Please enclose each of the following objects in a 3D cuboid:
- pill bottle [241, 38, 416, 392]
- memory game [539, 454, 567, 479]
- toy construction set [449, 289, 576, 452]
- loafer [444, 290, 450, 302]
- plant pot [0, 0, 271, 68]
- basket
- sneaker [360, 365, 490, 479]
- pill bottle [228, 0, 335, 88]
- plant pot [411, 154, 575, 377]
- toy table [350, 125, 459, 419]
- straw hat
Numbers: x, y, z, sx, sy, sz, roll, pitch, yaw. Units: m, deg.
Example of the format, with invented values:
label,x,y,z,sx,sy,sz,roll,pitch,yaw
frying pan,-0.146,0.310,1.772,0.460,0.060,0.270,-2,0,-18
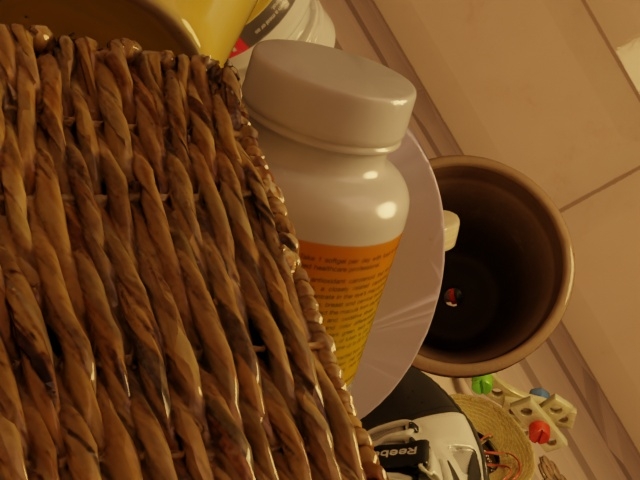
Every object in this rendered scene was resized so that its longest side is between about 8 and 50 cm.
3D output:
label,x,y,z,sx,sy,sz,roll,pitch,yaw
pill bottle,-0.022,0.005,0.647,0.136,0.245,0.136,14,24,-6
memory game,0.410,0.441,1.679,0.186,0.012,0.186,52,18,-24
toy construction set,0.268,0.163,1.519,0.327,0.151,0.215,-96,166,-57
loafer,0.183,0.047,1.652,0.045,0.039,0.125,-31,88,-41
plant pot,-0.146,-0.202,0.731,0.254,0.254,0.239,46,37,-41
basket,-0.137,0.072,0.498,0.214,0.223,0.299,1,53,-33
sneaker,0.069,0.213,0.825,0.146,0.122,0.330,48,19,-43
pill bottle,-0.117,-0.286,1.047,0.318,0.176,0.176,42,23,-47
plant pot,0.173,0.053,1.274,0.229,0.263,0.263,69,-5,-74
toy table,0.000,0.000,0.811,0.252,0.274,0.161,17,23,-11
straw hat,0.171,0.253,1.176,0.144,0.145,0.061,-104,-161,-45
